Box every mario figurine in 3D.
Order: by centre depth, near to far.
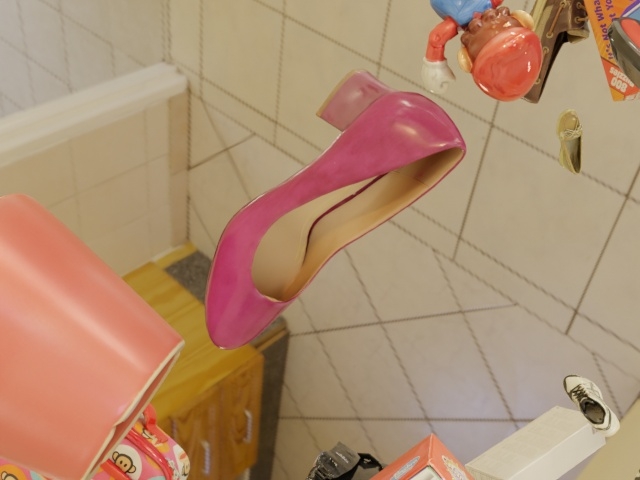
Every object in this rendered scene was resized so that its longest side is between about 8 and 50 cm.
[{"bbox_3d":[0.231,-0.359,1.242,0.198,0.170,0.320,-35,85,49],"label":"mario figurine"}]

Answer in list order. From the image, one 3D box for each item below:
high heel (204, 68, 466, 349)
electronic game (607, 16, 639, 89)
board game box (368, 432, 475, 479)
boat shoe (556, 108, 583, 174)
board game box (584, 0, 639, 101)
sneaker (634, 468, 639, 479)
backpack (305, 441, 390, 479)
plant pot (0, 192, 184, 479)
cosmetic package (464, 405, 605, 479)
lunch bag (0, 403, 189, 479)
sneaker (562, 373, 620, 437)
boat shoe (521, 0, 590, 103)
[{"bbox_3d":[0.000,0.000,0.855,0.181,0.127,0.377,46,113,45],"label":"high heel"},{"bbox_3d":[0.392,-0.157,0.802,0.229,0.229,0.048,45,125,17],"label":"electronic game"},{"bbox_3d":[0.064,0.371,0.745,0.316,0.064,0.242,-40,92,15],"label":"board game box"},{"bbox_3d":[0.547,-0.214,1.702,0.048,0.056,0.153,-120,15,-51],"label":"boat shoe"},{"bbox_3d":[0.676,-0.467,1.260,0.357,0.357,0.356,-22,82,61],"label":"board game box"},{"bbox_3d":[0.829,0.502,1.743,0.158,0.410,0.182,16,159,44],"label":"sneaker"},{"bbox_3d":[0.079,0.534,1.563,0.277,0.263,0.213,24,100,-1],"label":"backpack"},{"bbox_3d":[-0.302,0.122,0.859,0.243,0.275,0.275,34,141,0],"label":"plant pot"},{"bbox_3d":[0.368,0.365,1.332,0.099,0.239,0.060,6,113,57],"label":"cosmetic package"},{"bbox_3d":[-0.348,0.320,1.178,0.293,0.120,0.258,37,97,7],"label":"lunch bag"},{"bbox_3d":[0.286,0.170,0.838,0.037,0.032,0.083,37,-167,-40],"label":"sneaker"},{"bbox_3d":[0.483,-0.435,1.561,0.123,0.123,0.342,34,102,20],"label":"boat shoe"}]
